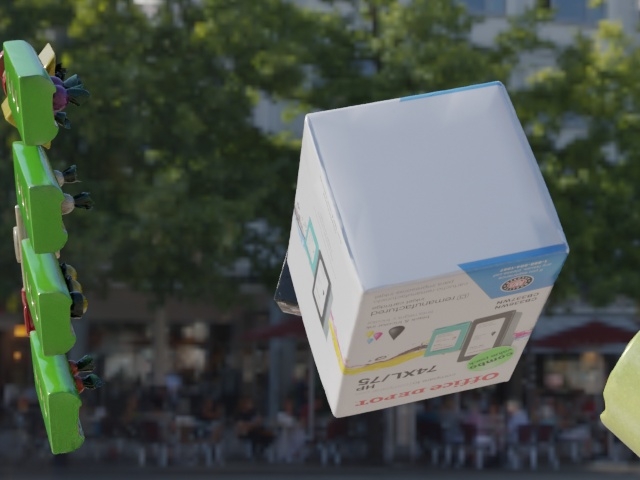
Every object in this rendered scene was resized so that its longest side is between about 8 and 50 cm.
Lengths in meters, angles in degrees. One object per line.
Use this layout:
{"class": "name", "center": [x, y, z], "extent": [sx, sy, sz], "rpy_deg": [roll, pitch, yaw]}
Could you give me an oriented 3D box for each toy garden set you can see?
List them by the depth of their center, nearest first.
{"class": "toy garden set", "center": [-0.178, -0.014, 0.960], "extent": [0.049, 0.244, 0.204], "rpy_deg": [-7, 20, -15]}

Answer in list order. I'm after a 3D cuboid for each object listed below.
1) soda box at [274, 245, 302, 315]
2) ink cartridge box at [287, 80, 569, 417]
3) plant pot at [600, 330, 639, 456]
{"class": "soda box", "center": [0.000, 0.000, 1.584], "extent": [0.060, 0.169, 0.053], "rpy_deg": [12, -16, 13]}
{"class": "ink cartridge box", "center": [0.091, 0.015, 1.388], "extent": [0.198, 0.197, 0.270], "rpy_deg": [-11, -29, -11]}
{"class": "plant pot", "center": [0.480, 0.210, 1.669], "extent": [0.254, 0.276, 0.276], "rpy_deg": [35, 16, 33]}
